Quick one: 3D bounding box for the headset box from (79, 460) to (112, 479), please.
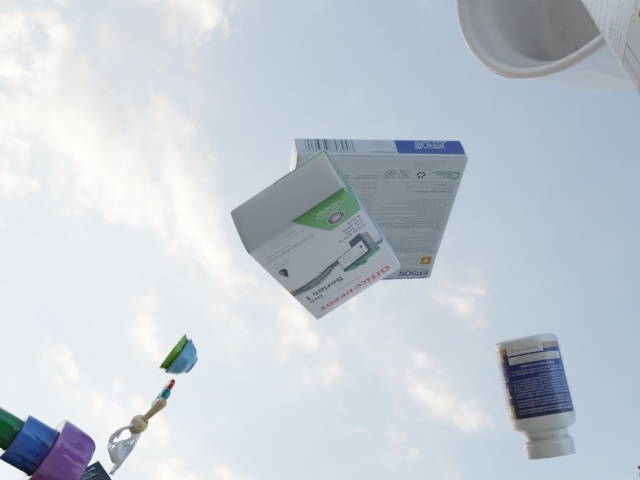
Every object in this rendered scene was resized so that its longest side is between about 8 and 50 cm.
[{"bbox_3d":[-0.248,0.255,0.703,0.083,0.062,0.032,-41,-99,18],"label":"headset box"}]

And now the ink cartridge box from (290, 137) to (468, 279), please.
[{"bbox_3d":[0.094,-0.054,1.426,0.323,0.072,0.330,-1,-45,-10],"label":"ink cartridge box"}]

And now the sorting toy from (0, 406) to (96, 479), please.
[{"bbox_3d":[-0.282,0.251,0.485,0.126,0.366,0.127,38,-56,-17],"label":"sorting toy"}]

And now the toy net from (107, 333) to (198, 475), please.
[{"bbox_3d":[-0.271,0.255,1.128,0.045,0.232,0.122,39,-27,-8],"label":"toy net"}]

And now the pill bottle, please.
[{"bbox_3d":[0.223,0.160,0.739,0.067,0.067,0.120,-22,-110,38],"label":"pill bottle"}]

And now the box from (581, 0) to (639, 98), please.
[{"bbox_3d":[0.199,-0.154,0.322,0.126,0.262,0.231,-26,-107,12],"label":"box"}]

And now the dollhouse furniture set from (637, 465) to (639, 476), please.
[{"bbox_3d":[0.626,0.449,1.430,0.123,0.144,0.151,13,-95,25],"label":"dollhouse furniture set"}]

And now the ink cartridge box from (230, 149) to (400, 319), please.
[{"bbox_3d":[0.000,0.000,1.032,0.160,0.219,0.093,-33,-130,7],"label":"ink cartridge box"}]

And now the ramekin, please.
[{"bbox_3d":[0.279,-0.283,0.722,0.277,0.135,0.278,-23,-118,54],"label":"ramekin"}]
